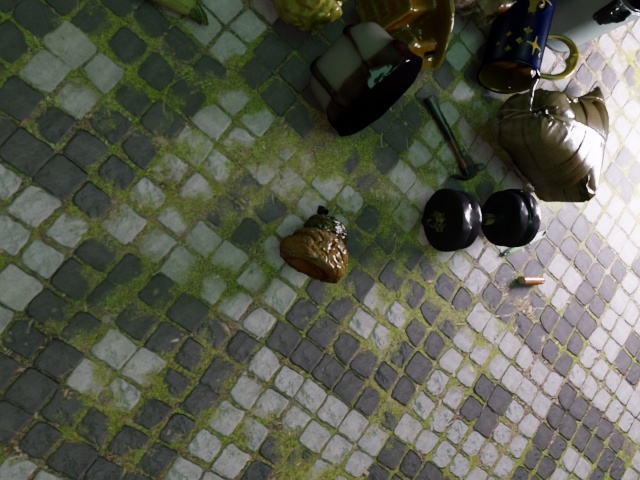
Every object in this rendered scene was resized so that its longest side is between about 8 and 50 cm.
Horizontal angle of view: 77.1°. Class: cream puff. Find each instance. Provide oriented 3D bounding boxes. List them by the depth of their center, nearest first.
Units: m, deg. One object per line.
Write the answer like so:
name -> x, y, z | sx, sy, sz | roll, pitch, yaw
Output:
cream puff -> 0.000, 0.000, 1.042 | 0.183, 0.183, 0.169 | 32, 69, -17

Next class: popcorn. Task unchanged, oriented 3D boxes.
popcorn -> -0.041, -0.650, 0.967 | 0.241, 0.235, 0.250 | -20, 79, 6

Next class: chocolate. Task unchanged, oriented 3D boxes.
chocolate -> 0.097, -0.424, 1.019 | 0.283, 0.283, 0.186 | -34, 84, -15

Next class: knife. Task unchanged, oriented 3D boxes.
knife -> 0.687, 0.006, 1.349 | 0.207, 0.014, 0.030 | -23, 99, -18

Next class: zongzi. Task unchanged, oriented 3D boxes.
zongzi -> 0.704, -0.417, 1.215 | 0.499, 0.218, 0.467 | 32, 69, -36

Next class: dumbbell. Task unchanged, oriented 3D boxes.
dumbbell -> 0.471, -0.063, 1.182 | 0.387, 0.185, 0.185 | -3, 93, -19

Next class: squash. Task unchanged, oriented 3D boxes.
squash -> -0.363, -0.580, 0.939 | 0.224, 0.094, 0.094 | 27, 83, -24

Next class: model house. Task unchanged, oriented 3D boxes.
model house -> 0.222, -0.591, 1.084 | 0.239, 0.173, 0.268 | -20, 96, -18

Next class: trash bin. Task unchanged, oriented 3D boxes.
trash bin -> 0.853, -0.748, 1.247 | 0.217, 0.262, 0.277 | 35, 80, -16

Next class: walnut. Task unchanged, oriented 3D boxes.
walnut -> 0.624, -0.419, 1.277 | 0.092, 0.092, 0.092 | -1, 92, -19

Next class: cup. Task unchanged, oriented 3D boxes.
cup -> 0.628, -0.590, 1.225 | 0.254, 0.178, 0.257 | 20, 84, -22

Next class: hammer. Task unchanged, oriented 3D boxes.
hammer -> 0.399, -0.312, 1.229 | 0.111, 0.033, 0.288 | -35, 102, -15

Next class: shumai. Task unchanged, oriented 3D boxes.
shumai -> 0.464, -0.702, 1.168 | 0.153, 0.161, 0.210 | 45, 51, -14

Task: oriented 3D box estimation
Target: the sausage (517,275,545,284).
sausage -> 0.717, 0.135, 1.353 | 0.107, 0.031, 0.031 | 2, 91, -18
